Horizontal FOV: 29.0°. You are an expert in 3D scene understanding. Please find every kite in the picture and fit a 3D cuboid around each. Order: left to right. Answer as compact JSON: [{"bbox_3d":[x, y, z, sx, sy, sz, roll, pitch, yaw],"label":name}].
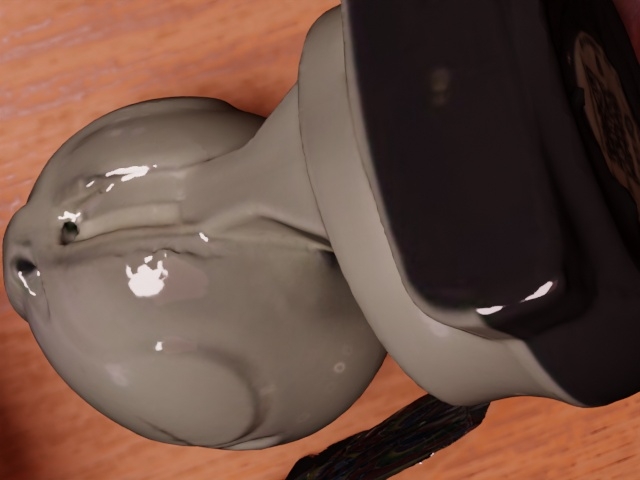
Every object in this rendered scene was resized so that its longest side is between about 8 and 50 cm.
[{"bbox_3d":[-0.037,0.140,0.603,0.285,0.152,0.015,-34,89,5],"label":"kite"}]

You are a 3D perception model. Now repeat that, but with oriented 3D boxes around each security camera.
[{"bbox_3d":[0.000,0.000,0.526,0.277,0.191,0.196,-20,69,25],"label":"security camera"}]

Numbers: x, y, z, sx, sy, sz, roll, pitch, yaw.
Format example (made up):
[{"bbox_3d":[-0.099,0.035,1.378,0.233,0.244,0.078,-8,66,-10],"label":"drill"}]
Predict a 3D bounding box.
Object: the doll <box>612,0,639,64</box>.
[{"bbox_3d":[0.123,-0.123,0.596,0.211,0.093,0.262,31,108,-17],"label":"doll"}]
